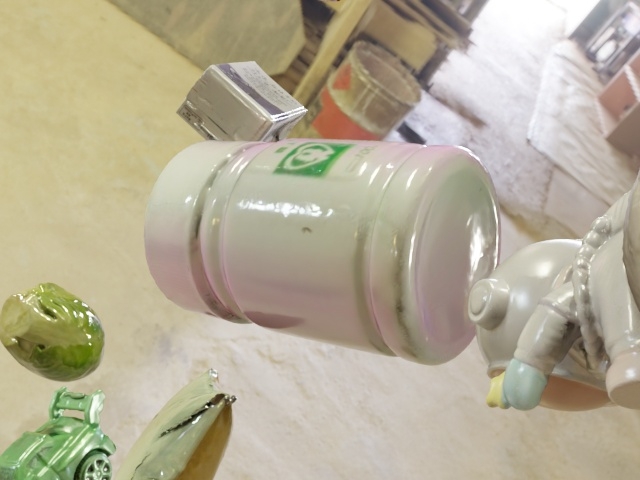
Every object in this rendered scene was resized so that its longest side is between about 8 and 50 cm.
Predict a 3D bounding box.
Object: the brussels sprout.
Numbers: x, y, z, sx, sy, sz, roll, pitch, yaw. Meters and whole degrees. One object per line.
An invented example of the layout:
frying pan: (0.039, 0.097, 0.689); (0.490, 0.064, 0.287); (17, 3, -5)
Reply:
brussels sprout: (-0.423, 0.149, 1.240); (0.161, 0.144, 0.181); (70, 13, 15)

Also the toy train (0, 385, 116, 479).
toy train: (-0.251, 0.207, 0.693); (0.149, 0.099, 0.081); (-42, 122, -47)

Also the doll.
doll: (0.169, 0.025, 0.384); (0.151, 0.287, 0.150); (6, 71, -17)

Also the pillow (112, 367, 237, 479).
pillow: (-0.227, 0.338, 1.134); (0.119, 0.312, 0.310); (35, -10, -11)

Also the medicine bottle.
medicine bottle: (0.000, 0.000, 0.809); (0.326, 0.212, 0.212); (6, 13, 37)

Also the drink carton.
drink carton: (-0.121, -0.214, 1.272); (0.134, 0.102, 0.222); (40, 21, 1)
